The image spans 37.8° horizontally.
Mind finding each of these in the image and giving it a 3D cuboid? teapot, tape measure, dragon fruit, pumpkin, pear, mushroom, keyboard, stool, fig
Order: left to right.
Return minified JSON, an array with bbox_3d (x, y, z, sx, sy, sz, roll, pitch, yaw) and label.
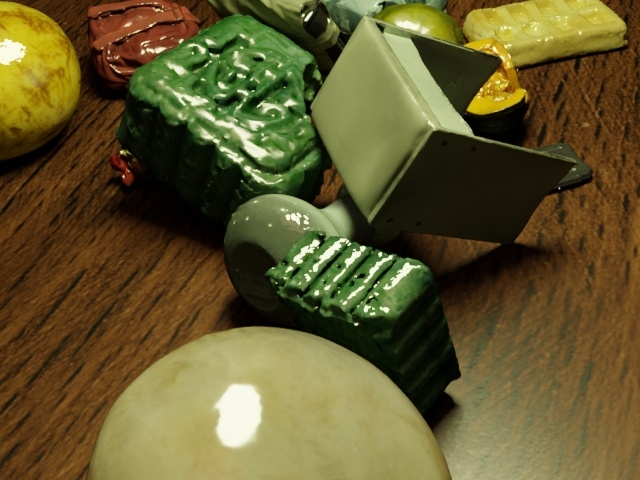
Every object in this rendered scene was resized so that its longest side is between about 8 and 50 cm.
[{"bbox_3d":[-0.551,-0.266,1.588,0.281,0.280,0.280,-4,39,3],"label":"pear"},{"bbox_3d":[-0.255,-0.161,1.540,0.192,0.092,0.122,-18,40,-13],"label":"dragon fruit"},{"bbox_3d":[-0.051,0.264,0.896,0.362,0.294,0.362,18,40,-16],"label":"mushroom"},{"bbox_3d":[0.000,0.000,1.263,0.184,0.183,0.251,26,37,33],"label":"teapot"},{"bbox_3d":[0.116,-0.488,1.845,0.275,0.147,0.256,-34,45,-24],"label":"tape measure"},{"bbox_3d":[0.171,-0.338,1.659,0.167,0.167,0.233,6,1,15],"label":"fig"},{"bbox_3d":[0.162,-0.147,1.290,0.270,0.170,0.243,6,43,-33],"label":"stool"},{"bbox_3d":[0.279,-0.236,1.543,0.119,0.107,0.183,-11,47,6],"label":"pumpkin"},{"bbox_3d":[0.282,-0.092,1.438,0.262,0.016,0.106,-15,40,-9],"label":"keyboard"}]

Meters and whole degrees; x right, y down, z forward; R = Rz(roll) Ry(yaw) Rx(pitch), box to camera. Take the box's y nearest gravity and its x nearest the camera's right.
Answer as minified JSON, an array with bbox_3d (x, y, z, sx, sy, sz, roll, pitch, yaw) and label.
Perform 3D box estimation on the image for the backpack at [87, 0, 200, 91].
[{"bbox_3d":[-0.330,-0.380,1.780,0.229,0.138,0.229,-6,40,5],"label":"backpack"}]

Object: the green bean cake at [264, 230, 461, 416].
[{"bbox_3d":[0.050,0.104,1.095,0.193,0.208,0.107,14,51,39],"label":"green bean cake"}]

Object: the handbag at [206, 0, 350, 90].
[{"bbox_3d":[-0.058,-0.353,1.610,0.253,0.316,0.109,28,83,31],"label":"handbag"}]

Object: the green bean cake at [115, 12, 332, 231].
[{"bbox_3d":[-0.106,-0.183,1.419,0.300,0.169,0.308,37,48,9],"label":"green bean cake"}]

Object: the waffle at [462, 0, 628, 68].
[{"bbox_3d":[0.420,-0.396,1.753,0.274,0.057,0.168,-12,40,-7],"label":"waffle"}]
